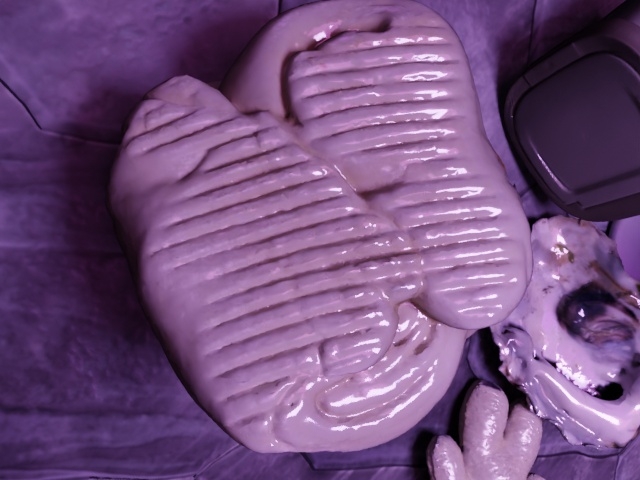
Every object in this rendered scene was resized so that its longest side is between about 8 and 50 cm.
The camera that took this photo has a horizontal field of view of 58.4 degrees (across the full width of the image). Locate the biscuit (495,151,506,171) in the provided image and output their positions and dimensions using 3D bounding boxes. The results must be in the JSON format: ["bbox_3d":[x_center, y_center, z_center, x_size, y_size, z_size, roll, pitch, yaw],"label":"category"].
[{"bbox_3d":[0.185,-0.042,0.742,0.124,0.026,0.175,6,94,-24],"label":"biscuit"}]

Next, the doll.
[{"bbox_3d":[0.220,0.337,0.772,0.175,0.149,0.278,17,72,15],"label":"doll"}]

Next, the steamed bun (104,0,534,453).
[{"bbox_3d":[0.000,0.000,0.540,0.342,0.255,0.368,-16,75,-4],"label":"steamed bun"}]

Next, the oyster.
[{"bbox_3d":[0.371,0.145,0.790,0.238,0.115,0.351,-44,98,7],"label":"oyster"}]

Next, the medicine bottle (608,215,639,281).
[{"bbox_3d":[0.617,0.036,0.850,0.325,0.212,0.212,14,91,-25],"label":"medicine bottle"}]

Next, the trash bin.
[{"bbox_3d":[0.399,-0.190,0.716,0.250,0.219,0.219,-42,98,-22],"label":"trash bin"}]
